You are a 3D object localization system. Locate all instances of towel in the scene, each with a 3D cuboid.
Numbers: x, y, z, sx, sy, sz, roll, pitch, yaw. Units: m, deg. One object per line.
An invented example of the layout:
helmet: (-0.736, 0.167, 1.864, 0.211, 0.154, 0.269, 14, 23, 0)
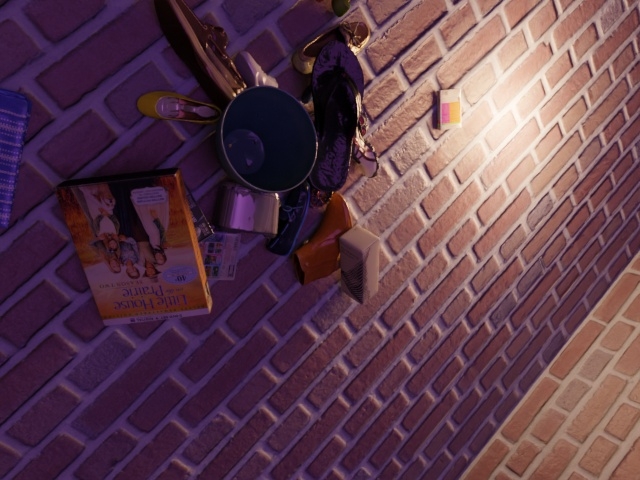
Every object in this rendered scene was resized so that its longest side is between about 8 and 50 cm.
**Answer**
towel: (-0.836, -0.205, 1.173, 0.243, 0.040, 0.336, 10, 99, -32)

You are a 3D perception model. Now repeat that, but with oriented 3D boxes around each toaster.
toaster: (-0.228, -0.094, 1.521, 0.226, 0.129, 0.147, 7, 96, -30)

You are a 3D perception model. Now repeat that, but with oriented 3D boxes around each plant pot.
plant pot: (-0.183, -0.271, 1.438, 0.290, 0.195, 0.290, 1, 88, -32)

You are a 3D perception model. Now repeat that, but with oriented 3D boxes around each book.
book: (0.484, -0.494, 1.893, 0.096, 0.035, 0.144, -12, 109, -25)

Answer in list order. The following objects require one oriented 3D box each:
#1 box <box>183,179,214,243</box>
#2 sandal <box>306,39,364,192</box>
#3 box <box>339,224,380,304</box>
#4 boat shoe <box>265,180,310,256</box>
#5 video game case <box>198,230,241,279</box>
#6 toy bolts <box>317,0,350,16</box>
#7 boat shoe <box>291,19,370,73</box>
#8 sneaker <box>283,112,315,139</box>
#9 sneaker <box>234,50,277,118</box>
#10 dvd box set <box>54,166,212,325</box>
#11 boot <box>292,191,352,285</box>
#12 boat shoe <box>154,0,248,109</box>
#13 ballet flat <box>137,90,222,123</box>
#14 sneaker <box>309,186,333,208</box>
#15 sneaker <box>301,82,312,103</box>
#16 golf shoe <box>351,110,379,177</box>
box: (-0.393, -0.087, 1.408, 0.077, 0.147, 0.180, -34, 119, -19)
sandal: (0.056, -0.364, 1.491, 0.167, 0.107, 0.446, 2, 97, -21)
box: (0.135, 0.088, 1.738, 0.094, 0.113, 0.275, -37, 142, -28)
boat shoe: (-0.105, -0.074, 1.613, 0.089, 0.109, 0.258, 13, 95, -29)
video game case: (-0.326, 0.047, 1.565, 0.143, 0.019, 0.157, 4, 102, -32)
toy bolts: (0.071, -0.819, 1.464, 0.158, 0.218, 0.229, 26, 71, -28)
boat shoe: (0.046, -0.601, 1.547, 0.285, 0.089, 0.105, -35, 97, -17)
sneaker: (-0.027, -0.350, 1.581, 0.236, 0.104, 0.095, -19, 110, -29)
sneaker: (-0.174, -0.470, 1.485, 0.094, 0.080, 0.212, -47, 130, -25)
dvd box set: (-0.480, 0.028, 1.335, 0.307, 0.062, 0.421, -6, 117, 0)
boot: (-0.001, 0.000, 1.688, 0.211, 0.104, 0.295, -22, 122, -34)
boat shoe: (-0.308, -0.526, 1.360, 0.123, 0.123, 0.342, -49, 126, -22)
ballet flat: (-0.378, -0.363, 1.381, 0.230, 0.077, 0.077, 2, 104, -31)
sneaker: (0.015, -0.202, 1.669, 0.088, 0.092, 0.225, 37, 68, -14)
sneaker: (-0.002, -0.479, 1.590, 0.144, 0.053, 0.059, -50, 125, -9)
golf shoe: (0.110, -0.307, 1.667, 0.120, 0.105, 0.273, -36, 131, -13)
